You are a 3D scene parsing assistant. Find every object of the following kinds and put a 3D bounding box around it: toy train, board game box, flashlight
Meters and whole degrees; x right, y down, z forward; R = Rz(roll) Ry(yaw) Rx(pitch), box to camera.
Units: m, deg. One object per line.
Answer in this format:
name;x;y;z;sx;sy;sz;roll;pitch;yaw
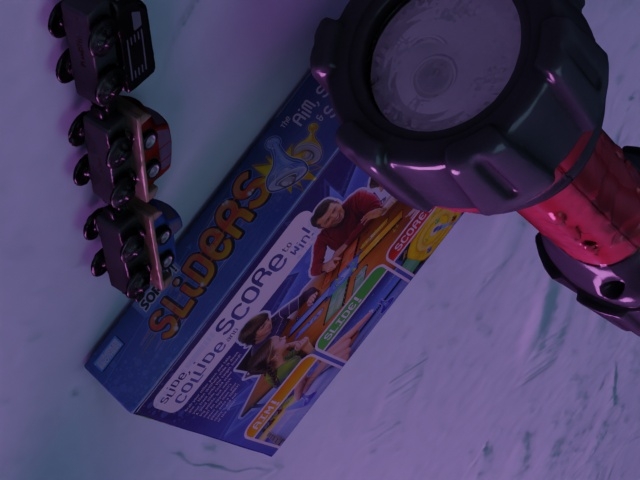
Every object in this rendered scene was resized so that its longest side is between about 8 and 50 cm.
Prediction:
toy train;-0.072;-0.034;0.606;0.036;0.027;0.158;-45;153;-31
board game box;0.000;0.000;0.735;0.201;0.035;0.136;-52;152;3
flashlight;0.106;-0.026;0.700;0.304;0.103;0.103;34;60;-57
